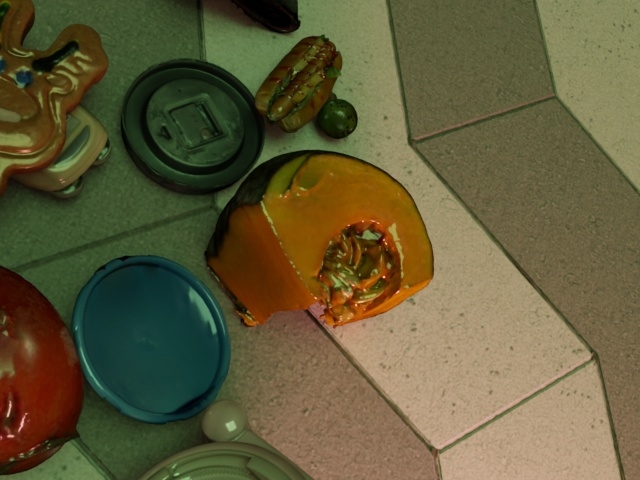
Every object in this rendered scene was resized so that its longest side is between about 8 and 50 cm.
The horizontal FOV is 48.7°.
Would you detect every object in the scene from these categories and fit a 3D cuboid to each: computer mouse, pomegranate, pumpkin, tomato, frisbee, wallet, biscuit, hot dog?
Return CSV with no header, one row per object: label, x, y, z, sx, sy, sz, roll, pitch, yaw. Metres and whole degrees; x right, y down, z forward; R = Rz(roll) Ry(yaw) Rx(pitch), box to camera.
computer mouse,-0.417,-0.162,0.992,0.237,0.082,0.145,33,63,-9
pomegranate,0.032,-0.215,1.218,0.073,0.073,0.084,25,47,-15
pumpkin,0.000,0.000,1.054,0.304,0.225,0.256,-3,78,-30
tomato,-0.388,0.122,0.803,0.309,0.170,0.308,43,27,-28
frisbee,-0.232,0.135,0.977,0.242,0.045,0.242,23,53,-34
wallet,-0.125,-0.497,1.181,0.262,0.072,0.220,19,64,-51
biscuit,-0.424,-0.183,0.925,0.202,0.047,0.333,27,65,-11
hot dog,-0.028,-0.267,1.177,0.104,0.076,0.250,36,45,-5

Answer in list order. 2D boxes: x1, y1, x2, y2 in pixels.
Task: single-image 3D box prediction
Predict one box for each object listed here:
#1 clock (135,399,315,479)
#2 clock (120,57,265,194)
clock,-0.125,0.397,0.831,0.342,0.183,0.326,25,51,34
clock,-0.200,-0.179,1.115,0.226,0.049,0.225,7,70,-20
